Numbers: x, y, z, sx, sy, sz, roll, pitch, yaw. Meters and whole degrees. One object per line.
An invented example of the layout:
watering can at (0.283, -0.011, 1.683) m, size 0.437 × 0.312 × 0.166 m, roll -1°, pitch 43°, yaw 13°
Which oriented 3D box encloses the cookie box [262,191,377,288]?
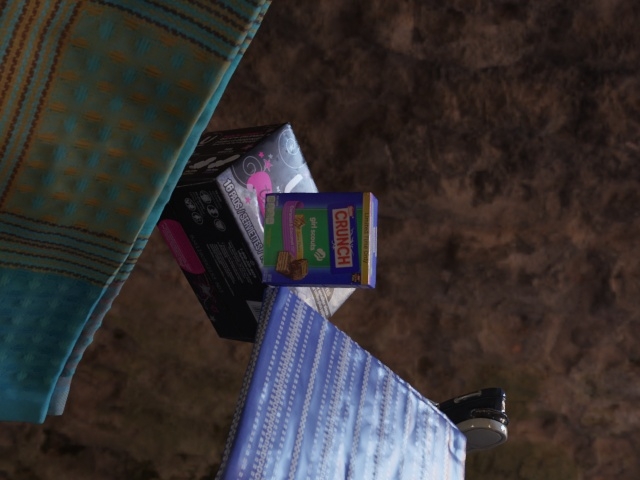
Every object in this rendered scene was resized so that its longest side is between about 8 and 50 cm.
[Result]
cookie box at (0.000, 0.000, 0.750) m, size 0.107 × 0.092 × 0.040 m, roll 0°, pitch -7°, yaw 13°

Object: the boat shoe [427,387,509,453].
boat shoe at (0.195, 0.289, 1.199) m, size 0.095 × 0.079 × 0.254 m, roll 27°, pitch -35°, yaw -16°

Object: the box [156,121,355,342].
box at (-0.084, -0.006, 0.962) m, size 0.163 × 0.142 × 0.247 m, roll 1°, pitch -54°, yaw 42°

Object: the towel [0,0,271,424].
towel at (-0.182, -0.031, 0.298) m, size 0.271 × 0.040 × 0.370 m, roll 5°, pitch -46°, yaw -38°

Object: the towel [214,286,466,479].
towel at (0.040, 0.223, 0.783) m, size 0.040 × 0.243 × 0.336 m, roll -30°, pitch -59°, yaw 33°
